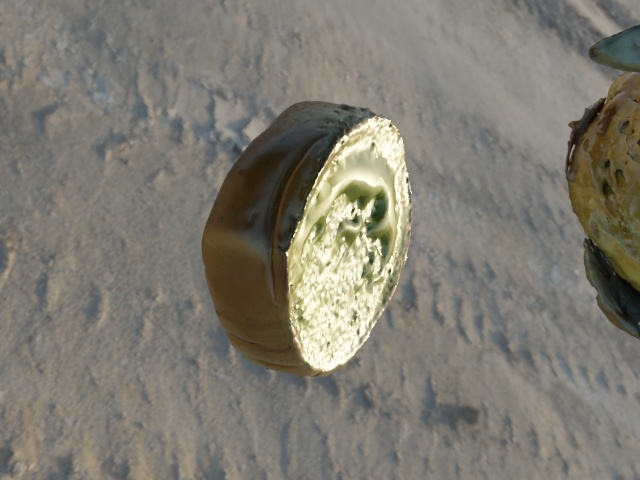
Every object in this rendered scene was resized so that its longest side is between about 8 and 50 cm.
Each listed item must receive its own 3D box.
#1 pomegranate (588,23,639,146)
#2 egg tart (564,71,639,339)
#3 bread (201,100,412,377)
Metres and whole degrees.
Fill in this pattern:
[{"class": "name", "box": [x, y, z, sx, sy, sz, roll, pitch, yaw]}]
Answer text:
[{"class": "pomegranate", "box": [0.232, -0.097, 0.411, 0.191, 0.152, 0.131, -7, 80, -18]}, {"class": "egg tart", "box": [0.320, -0.018, 0.689, 0.297, 0.132, 0.297, 3, 65, -7]}, {"class": "bread", "box": [0.000, 0.000, 0.721, 0.070, 0.236, 0.236, 15, 20, 27]}]
